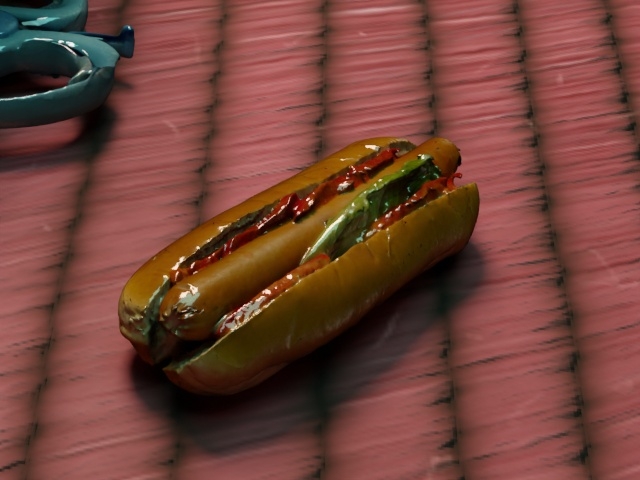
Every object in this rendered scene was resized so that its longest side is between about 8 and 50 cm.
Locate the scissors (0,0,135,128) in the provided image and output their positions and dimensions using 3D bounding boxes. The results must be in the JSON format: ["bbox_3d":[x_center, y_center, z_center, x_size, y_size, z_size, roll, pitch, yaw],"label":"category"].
[{"bbox_3d":[-0.300,-0.119,0.928,0.393,0.032,0.180,4,31,-8],"label":"scissors"}]

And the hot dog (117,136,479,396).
[{"bbox_3d":[0.000,0.000,0.819,0.092,0.062,0.236,27,39,26],"label":"hot dog"}]
